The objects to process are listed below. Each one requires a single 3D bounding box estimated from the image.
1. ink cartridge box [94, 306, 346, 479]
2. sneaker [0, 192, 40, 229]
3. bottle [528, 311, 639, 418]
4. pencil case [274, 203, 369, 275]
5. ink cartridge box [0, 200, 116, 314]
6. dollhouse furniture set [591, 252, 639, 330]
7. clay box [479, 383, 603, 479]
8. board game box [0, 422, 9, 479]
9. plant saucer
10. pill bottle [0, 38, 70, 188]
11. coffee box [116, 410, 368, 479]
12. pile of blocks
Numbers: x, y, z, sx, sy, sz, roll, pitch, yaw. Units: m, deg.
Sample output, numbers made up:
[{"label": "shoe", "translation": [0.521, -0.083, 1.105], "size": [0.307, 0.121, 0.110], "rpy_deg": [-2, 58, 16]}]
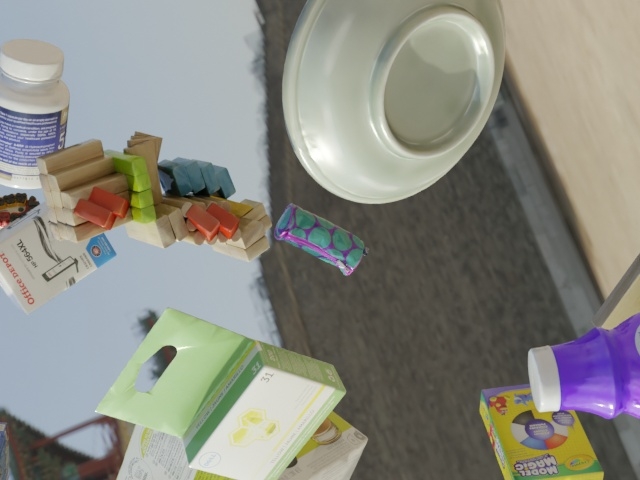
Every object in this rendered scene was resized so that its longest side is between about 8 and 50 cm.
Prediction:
[{"label": "ink cartridge box", "translation": [-0.112, 0.186, 1.180], "size": [0.235, 0.171, 0.056], "rpy_deg": [23, -156, -33]}, {"label": "sneaker", "translation": [-0.659, -0.028, 2.006], "size": [0.093, 0.225, 0.088], "rpy_deg": [111, 150, -59]}, {"label": "bottle", "translation": [0.358, 0.127, 1.051], "size": [0.092, 0.282, 0.118], "rpy_deg": [82, -177, -51]}, {"label": "pencil case", "translation": [0.000, 0.000, 1.680], "size": [0.151, 0.064, 0.070], "rpy_deg": [27, -141, -21]}, {"label": "ink cartridge box", "translation": [-0.509, 0.019, 1.917], "size": [0.086, 0.203, 0.148], "rpy_deg": [18, 140, 58]}, {"label": "dollhouse furniture set", "translation": [0.422, 0.073, 1.348], "size": [0.151, 0.144, 0.123], "rpy_deg": [20, -156, -21]}, {"label": "clay box", "translation": [0.320, 0.300, 1.490], "size": [0.222, 0.127, 0.053], "rpy_deg": [-104, 9, -56]}, {"label": "board game box", "translation": [-0.422, 0.299, 1.337], "size": [0.090, 0.020, 0.090], "rpy_deg": [-103, 19, -65]}, {"label": "plant saucer", "translation": [0.136, -0.228, 1.448], "size": [0.100, 0.400, 0.400], "rpy_deg": [33, 161, 47]}, {"label": "pill bottle", "translation": [-0.407, -0.177, 1.429], "size": [0.112, 0.111, 0.187], "rpy_deg": [-97, 18, -58]}, {"label": "coffee box", "translation": [-0.174, 0.482, 2.067], "size": [0.334, 0.338, 0.337], "rpy_deg": [35, -151, 25]}, {"label": "pile of blocks", "translation": [-0.182, -0.055, 1.331], "size": [0.362, 0.112, 0.149], "rpy_deg": [6, -84, -45]}]
